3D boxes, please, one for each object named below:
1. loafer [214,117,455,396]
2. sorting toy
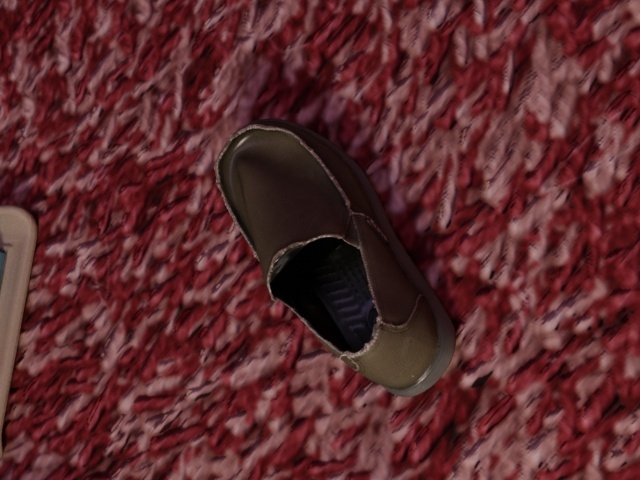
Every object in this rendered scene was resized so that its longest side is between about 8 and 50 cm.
[{"bbox_3d":[0.000,0.000,1.294,0.094,0.087,0.251,-49,58,14],"label":"loafer"},{"bbox_3d":[-0.326,0.074,1.522,0.193,0.038,0.208,-1,79,33],"label":"sorting toy"}]
